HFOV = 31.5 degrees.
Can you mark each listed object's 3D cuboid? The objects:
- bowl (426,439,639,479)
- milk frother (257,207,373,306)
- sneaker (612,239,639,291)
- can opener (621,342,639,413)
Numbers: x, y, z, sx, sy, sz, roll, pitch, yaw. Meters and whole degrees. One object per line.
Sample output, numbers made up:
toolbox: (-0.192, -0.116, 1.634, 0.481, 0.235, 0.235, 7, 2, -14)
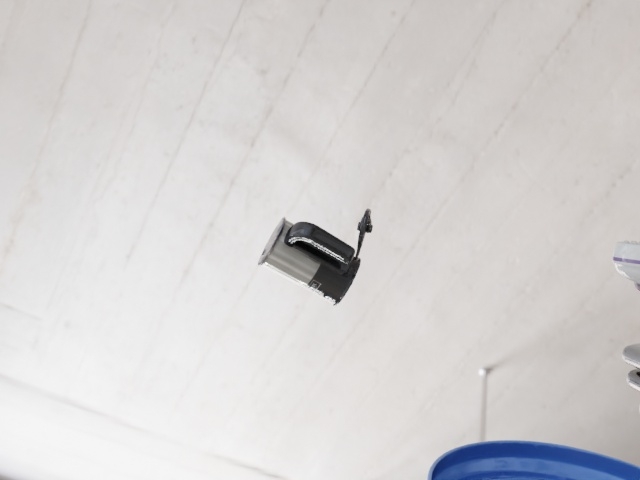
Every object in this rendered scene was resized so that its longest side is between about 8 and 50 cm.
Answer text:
bowl: (0.318, 0.361, 1.388, 0.391, 0.391, 0.077, 9, 104, 1)
milk frother: (0.000, 0.000, 1.710, 0.135, 0.143, 0.129, 29, 131, -9)
sneaker: (0.441, 0.105, 1.302, 0.282, 0.161, 0.102, 21, 177, -18)
can opener: (0.454, 0.195, 1.552, 0.095, 0.283, 0.076, -12, 93, -2)
